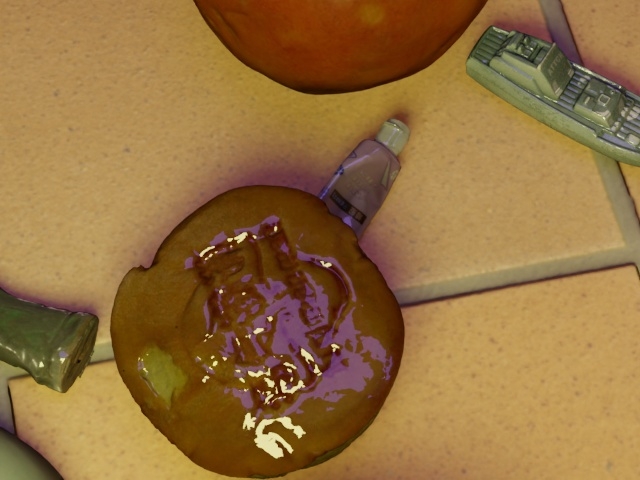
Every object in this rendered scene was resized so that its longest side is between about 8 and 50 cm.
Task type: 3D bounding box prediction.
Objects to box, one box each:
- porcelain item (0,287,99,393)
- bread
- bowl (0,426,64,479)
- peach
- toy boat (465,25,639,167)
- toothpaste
[{"bbox_3d":[-0.324,0.073,1.388,0.215,0.069,0.081,21,54,7],"label":"porcelain item"},{"bbox_3d":[-0.054,0.088,1.338,0.269,0.148,0.270,-2,74,7],"label":"bread"},{"bbox_3d":[-0.366,0.283,1.216,0.353,0.185,0.354,2,63,-4],"label":"bowl"},{"bbox_3d":[0.030,-0.315,1.462,0.342,0.301,0.343,-2,95,-25],"label":"peach"},{"bbox_3d":[0.278,-0.149,1.535,0.260,0.085,0.078,30,65,10],"label":"toy boat"},{"bbox_3d":[0.000,0.000,1.459,0.075,0.048,0.301,37,74,-9],"label":"toothpaste"}]
